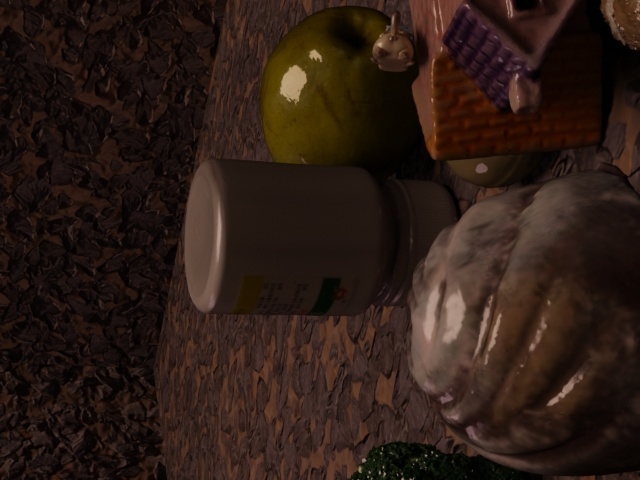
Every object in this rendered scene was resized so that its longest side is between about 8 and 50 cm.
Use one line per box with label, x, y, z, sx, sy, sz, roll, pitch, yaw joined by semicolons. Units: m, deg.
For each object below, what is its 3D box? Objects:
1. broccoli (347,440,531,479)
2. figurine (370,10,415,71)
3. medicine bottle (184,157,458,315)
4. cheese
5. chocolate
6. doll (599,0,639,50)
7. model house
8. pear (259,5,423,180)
broccoli;0.116;0.377;1.340;0.275;0.308;0.307;64;-156;-73
figurine;0.081;-0.212;1.272;0.083;0.047;0.050;85;-165;-87
medicine bottle;0.000;0.000;1.610;0.208;0.340;0.208;-177;90;-72
cheese;0.205;-0.148;1.415;0.202;0.091;0.175;154;121;-70
chocolate;0.188;0.092;1.097;0.303;0.213;0.303;173;90;-79
doll;0.321;-0.209;1.038;0.221;0.115;0.105;42;116;61
model house;0.210;-0.215;1.213;0.237;0.202;0.237;131;135;-75
pear;0.035;-0.195;1.728;0.307;0.253;0.252;92;172;-57
